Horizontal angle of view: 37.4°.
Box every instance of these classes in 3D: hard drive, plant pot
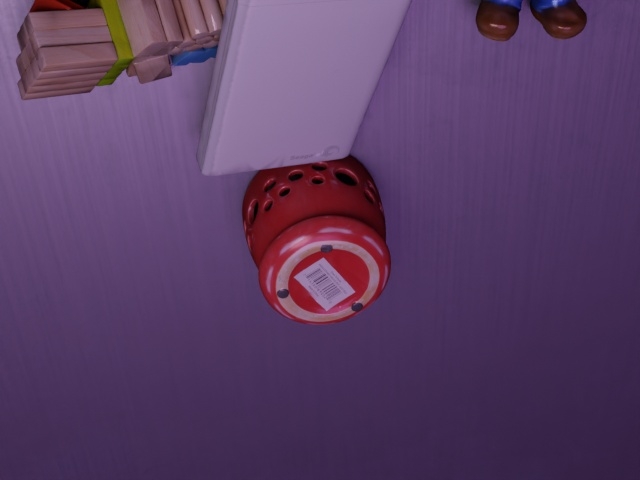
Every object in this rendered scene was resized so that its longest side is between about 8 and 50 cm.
[{"bbox_3d":[-0.023,-0.192,1.080,0.203,0.040,0.307,-10,149,-22],"label":"hard drive"},{"bbox_3d":[0.000,0.000,1.239,0.191,0.174,0.191,-6,127,-9],"label":"plant pot"}]

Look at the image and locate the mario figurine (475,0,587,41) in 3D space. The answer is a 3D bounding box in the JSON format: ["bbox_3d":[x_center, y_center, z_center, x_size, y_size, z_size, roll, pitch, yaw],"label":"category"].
[{"bbox_3d":[0.254,-0.354,1.014,0.198,0.170,0.320,-32,144,-30],"label":"mario figurine"}]

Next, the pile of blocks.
[{"bbox_3d":[-0.174,-0.261,1.067,0.362,0.149,0.112,-16,85,-10],"label":"pile of blocks"}]
